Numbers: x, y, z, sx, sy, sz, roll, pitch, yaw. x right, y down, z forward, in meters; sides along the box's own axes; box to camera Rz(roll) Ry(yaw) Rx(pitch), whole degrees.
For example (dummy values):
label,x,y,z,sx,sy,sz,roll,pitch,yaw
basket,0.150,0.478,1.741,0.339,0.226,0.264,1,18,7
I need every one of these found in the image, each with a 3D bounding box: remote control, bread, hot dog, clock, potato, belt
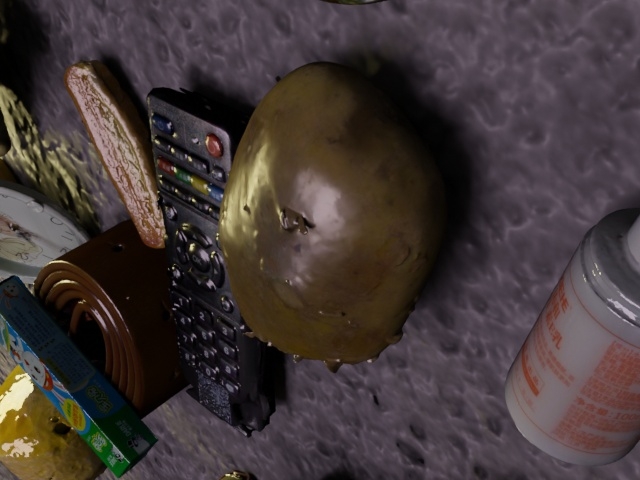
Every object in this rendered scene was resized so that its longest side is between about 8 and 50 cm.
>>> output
label,x,y,z,sx,sy,sz,roll,pitch,yaw
remote control,-0.100,0.034,0.936,0.144,0.062,0.399,28,134,32
bread,-0.406,0.272,1.384,0.197,0.197,0.170,24,146,37
hot dog,-0.202,-0.095,0.970,0.066,0.047,0.216,-19,103,38
clock,-0.404,-0.020,1.193,0.236,0.053,0.236,6,147,4
potato,0.000,0.000,0.732,0.191,0.141,0.296,42,144,24
belt,-0.262,0.118,1.140,0.217,0.122,0.339,48,143,10

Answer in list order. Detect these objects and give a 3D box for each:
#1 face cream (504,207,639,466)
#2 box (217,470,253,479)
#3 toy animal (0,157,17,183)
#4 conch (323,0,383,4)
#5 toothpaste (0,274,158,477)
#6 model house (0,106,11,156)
label,x,y,z,sx,sy,sz,roll,pitch,yaw
face cream,0.198,0.035,0.559,0.101,0.101,0.252,39,141,23
box,-0.100,0.429,1.194,0.069,0.120,0.224,-3,116,54
toy animal,-0.494,-0.048,1.248,0.083,0.159,0.070,55,143,14
conch,0.030,-0.233,0.540,0.181,0.124,0.187,44,115,34
toothpaste,-0.303,0.161,1.082,0.267,0.050,0.065,47,139,6
model house,-0.499,-0.223,1.104,0.266,0.261,0.321,96,152,-74
